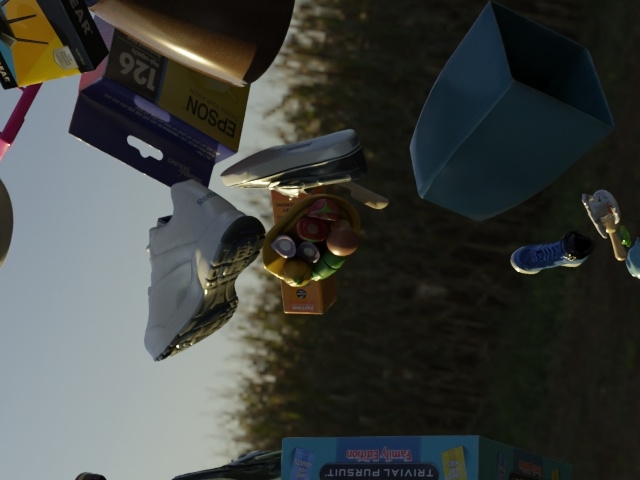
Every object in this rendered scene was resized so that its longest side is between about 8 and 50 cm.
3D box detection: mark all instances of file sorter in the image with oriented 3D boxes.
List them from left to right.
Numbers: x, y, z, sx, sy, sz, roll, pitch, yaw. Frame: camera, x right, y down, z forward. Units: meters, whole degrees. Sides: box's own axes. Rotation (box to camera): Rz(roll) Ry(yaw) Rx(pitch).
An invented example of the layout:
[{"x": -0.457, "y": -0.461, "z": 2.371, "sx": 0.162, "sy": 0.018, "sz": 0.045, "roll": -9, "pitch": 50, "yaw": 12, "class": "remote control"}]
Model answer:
[{"x": -0.524, "y": -0.228, "z": 1.988, "sx": 0.291, "sy": 0.182, "sz": 0.202, "roll": -30, "pitch": 34, "yaw": 64, "class": "file sorter"}]

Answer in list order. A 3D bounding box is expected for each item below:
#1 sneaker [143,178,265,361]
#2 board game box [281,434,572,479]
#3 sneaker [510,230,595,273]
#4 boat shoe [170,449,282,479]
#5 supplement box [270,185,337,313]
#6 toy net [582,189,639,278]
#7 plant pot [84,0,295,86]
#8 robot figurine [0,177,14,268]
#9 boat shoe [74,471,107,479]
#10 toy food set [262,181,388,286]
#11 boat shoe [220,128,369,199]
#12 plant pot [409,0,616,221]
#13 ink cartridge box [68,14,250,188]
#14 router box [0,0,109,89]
[{"x": -0.168, "y": 0.040, "z": 1.695, "sx": 0.111, "sy": 0.129, "sz": 0.297, "roll": -25, "pitch": -27, "yaw": -45, "class": "sneaker"}, {"x": 0.142, "y": 0.302, "z": 1.661, "sx": 0.336, "sy": 0.254, "sz": 0.079, "roll": 26, "pitch": -118, "yaw": -58, "class": "board game box"}, {"x": 0.429, "y": 0.019, "z": 2.428, "sx": 0.084, "sy": 0.152, "sz": 0.058, "roll": 124, "pitch": 140, "yaw": -61, "class": "sneaker"}, {"x": -0.092, "y": 0.322, "z": 1.766, "sx": 0.079, "sy": 0.233, "sz": 0.084, "roll": -98, "pitch": 1, "yaw": -55, "class": "boat shoe"}, {"x": -0.028, "y": 0.007, "z": 2.268, "sx": 0.080, "sy": 0.078, "sz": 0.233, "roll": -49, "pitch": -45, "yaw": -63, "class": "supplement box"}, {"x": 0.443, "y": -0.026, "z": 1.963, "sx": 0.232, "sy": 0.045, "sz": 0.122, "roll": 42, "pitch": -150, "yaw": -48, "class": "toy net"}, {"x": -0.185, "y": -0.325, "z": 1.707, "sx": 0.215, "sy": 0.230, "sz": 0.215, "roll": -18, "pitch": 68, "yaw": 54, "class": "plant pot"}, {"x": -0.490, "y": -0.024, "z": 1.505, "sx": 0.209, "sy": 0.278, "sz": 0.173, "roll": -80, "pitch": 0, "yaw": -53, "class": "robot figurine"}, {"x": -0.314, "y": 0.408, "z": 1.919, "sx": 0.056, "sy": 0.049, "sz": 0.152, "roll": -29, "pitch": -76, "yaw": -46, "class": "boat shoe"}, {"x": 0.000, "y": 0.000, "z": 2.109, "sx": 0.218, "sy": 0.128, "sz": 0.071, "roll": -47, "pitch": 27, "yaw": 22, "class": "toy food set"}, {"x": -0.037, "y": -0.090, "z": 1.785, "sx": 0.078, "sy": 0.219, "sz": 0.070, "roll": -47, "pitch": -60, "yaw": -51, "class": "boat shoe"}, {"x": 0.228, "y": -0.148, "z": 1.715, "sx": 0.234, "sy": 0.166, "sz": 0.165, "roll": -51, "pitch": 30, "yaw": 36, "class": "plant pot"}, {"x": -0.235, "y": -0.253, "z": 2.079, "sx": 0.304, "sy": 0.072, "sz": 0.307, "roll": 28, "pitch": -118, "yaw": -46, "class": "ink cartridge box"}, {"x": -0.334, "y": -0.264, "z": 1.480, "sx": 0.179, "sy": 0.133, "sz": 0.046, "roll": 66, "pitch": -149, "yaw": -28, "class": "router box"}]
